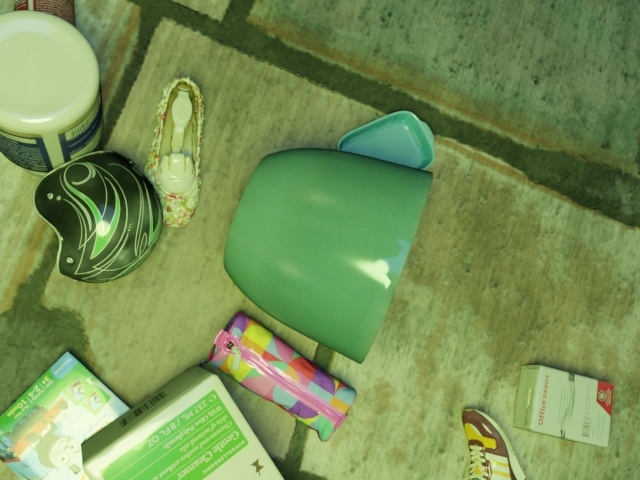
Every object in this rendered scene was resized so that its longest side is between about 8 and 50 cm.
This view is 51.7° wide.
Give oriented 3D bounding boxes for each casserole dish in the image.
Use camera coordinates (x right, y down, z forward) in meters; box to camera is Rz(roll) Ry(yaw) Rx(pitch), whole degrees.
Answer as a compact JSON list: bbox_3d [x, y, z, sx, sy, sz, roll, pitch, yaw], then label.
[{"bbox_3d":[0.109,-0.149,1.137,0.188,0.037,0.114,-26,88,-18],"label":"casserole dish"}]

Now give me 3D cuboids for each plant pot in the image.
[{"bbox_3d":[0.000,0.000,0.957,0.235,0.293,0.293,20,74,3],"label":"plant pot"}]

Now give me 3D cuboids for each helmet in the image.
[{"bbox_3d":[-0.306,-0.026,0.932,0.169,0.169,0.161,-30,84,-19],"label":"helmet"}]

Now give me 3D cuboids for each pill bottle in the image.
[{"bbox_3d":[-0.416,-0.349,0.998,0.086,0.086,0.152,-3,81,-17],"label":"pill bottle"},{"bbox_3d":[-0.371,-0.176,0.884,0.153,0.265,0.153,4,78,-16],"label":"pill bottle"}]

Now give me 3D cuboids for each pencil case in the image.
[{"bbox_3d":[-0.060,0.203,0.990,0.236,0.104,0.104,34,73,-8],"label":"pencil case"}]

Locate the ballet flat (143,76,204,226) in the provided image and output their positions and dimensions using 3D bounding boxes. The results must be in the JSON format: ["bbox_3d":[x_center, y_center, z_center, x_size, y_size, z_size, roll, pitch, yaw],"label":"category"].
[{"bbox_3d":[-0.224,-0.144,1.019,0.091,0.077,0.241,2,80,-16],"label":"ballet flat"}]

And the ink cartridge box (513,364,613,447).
[{"bbox_3d":[0.414,0.282,1.129,0.150,0.063,0.109,16,76,-12],"label":"ink cartridge box"}]

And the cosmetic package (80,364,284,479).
[{"bbox_3d":[-0.136,0.373,0.881,0.197,0.155,0.365,-35,97,-21],"label":"cosmetic package"}]

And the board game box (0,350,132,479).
[{"bbox_3d":[-0.336,0.286,0.926,0.211,0.039,0.160,44,71,-5],"label":"board game box"}]

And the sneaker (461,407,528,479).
[{"bbox_3d":[0.271,0.365,1.069,0.084,0.069,0.185,-29,88,-24],"label":"sneaker"}]
